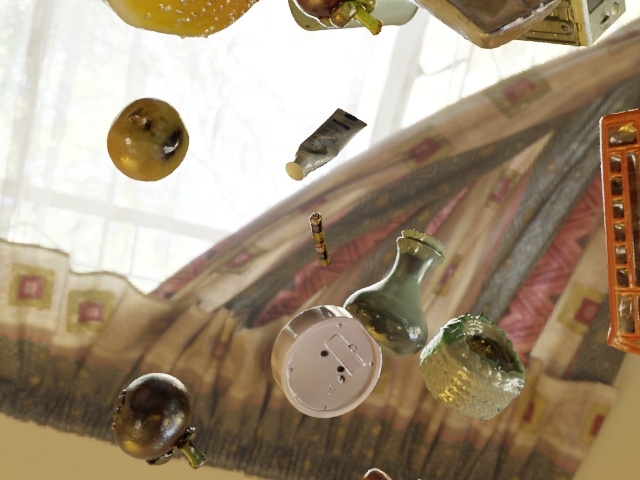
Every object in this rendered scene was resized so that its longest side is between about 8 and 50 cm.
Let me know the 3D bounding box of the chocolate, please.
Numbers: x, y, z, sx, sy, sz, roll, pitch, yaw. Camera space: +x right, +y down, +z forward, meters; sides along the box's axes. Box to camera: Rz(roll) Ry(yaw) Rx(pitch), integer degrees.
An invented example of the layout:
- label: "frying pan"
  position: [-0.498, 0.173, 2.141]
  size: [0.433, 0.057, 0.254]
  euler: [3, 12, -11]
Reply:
- label: "chocolate"
  position: [0.184, -0.373, 1.120]
  size: [0.185, 0.100, 0.303]
  euler: [-38, -113, -14]

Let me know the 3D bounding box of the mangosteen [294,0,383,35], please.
- label: "mangosteen"
  position: [0.027, -0.435, 1.446]
  size: [0.145, 0.181, 0.156]
  euler: [-21, -179, -19]

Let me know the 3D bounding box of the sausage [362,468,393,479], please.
- label: "sausage"
  position: [0.150, 0.554, 1.723]
  size: [0.077, 0.077, 0.194]
  euler: [0, -159, -34]

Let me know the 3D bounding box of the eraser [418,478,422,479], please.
- label: "eraser"
  position: [0.168, 0.559, 1.331]
  size: [0.171, 0.290, 0.087]
  euler: [27, 165, 12]

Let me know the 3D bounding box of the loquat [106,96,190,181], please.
- label: "loquat"
  position: [-0.299, -0.175, 1.434]
  size: [0.137, 0.163, 0.163]
  euler: [13, -162, 3]

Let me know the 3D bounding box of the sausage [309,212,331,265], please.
- label: "sausage"
  position: [0.000, 0.000, 1.609]
  size: [0.028, 0.198, 0.025]
  euler: [20, -116, 17]

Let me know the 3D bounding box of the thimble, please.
- label: "thimble"
  position: [0.337, 0.277, 1.797]
  size: [0.219, 0.150, 0.219]
  euler: [24, -145, -18]

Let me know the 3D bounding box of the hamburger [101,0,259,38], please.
- label: "hamburger"
  position: [-0.141, -0.331, 0.875]
  size: [0.151, 0.227, 0.295]
  euler: [21, -161, 15]

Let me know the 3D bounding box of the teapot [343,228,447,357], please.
- label: "teapot"
  position: [0.165, 0.109, 1.700]
  size: [0.183, 0.251, 0.183]
  euler: [26, 162, 9]

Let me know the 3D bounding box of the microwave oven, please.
- label: "microwave oven"
  position: [0.385, -0.464, 1.367]
  size: [0.194, 0.240, 0.145]
  euler: [18, -128, 42]

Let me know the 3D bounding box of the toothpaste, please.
- label: "toothpaste"
  position: [0.011, -0.241, 2.039]
  size: [0.096, 0.061, 0.266]
  euler: [32, -127, 15]

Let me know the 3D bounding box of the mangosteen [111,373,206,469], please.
- label: "mangosteen"
  position: [-0.414, 0.492, 2.190]
  size: [0.289, 0.231, 0.231]
  euler: [38, -168, -17]

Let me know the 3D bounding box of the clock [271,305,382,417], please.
- label: "clock"
  position: [0.011, 0.222, 1.511]
  size: [0.197, 0.197, 0.068]
  euler: [5, -167, -24]

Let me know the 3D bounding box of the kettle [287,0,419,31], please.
- label: "kettle"
  position: [0.074, -0.651, 2.169]
  size: [0.318, 0.205, 0.265]
  euler: [-15, 175, -36]

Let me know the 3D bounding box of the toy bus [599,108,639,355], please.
- label: "toy bus"
  position: [0.382, 0.023, 0.861]
  size: [0.153, 0.329, 0.143]
  euler: [-5, 179, 42]
